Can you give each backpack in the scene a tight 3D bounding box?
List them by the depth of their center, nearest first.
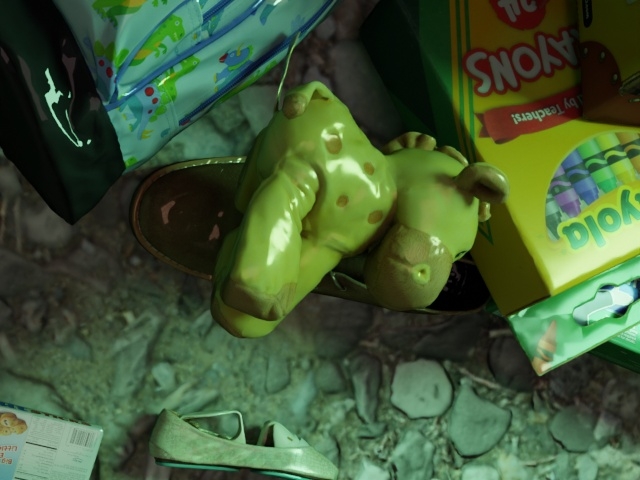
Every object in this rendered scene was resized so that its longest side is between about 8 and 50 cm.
[{"bbox_3d":[-0.102,-0.235,0.751,0.355,0.273,0.290,-29,74,-26],"label":"backpack"}]

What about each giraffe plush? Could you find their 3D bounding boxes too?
[{"bbox_3d":[0.031,-0.018,0.751,0.170,0.181,0.210,17,101,-10],"label":"giraffe plush"}]

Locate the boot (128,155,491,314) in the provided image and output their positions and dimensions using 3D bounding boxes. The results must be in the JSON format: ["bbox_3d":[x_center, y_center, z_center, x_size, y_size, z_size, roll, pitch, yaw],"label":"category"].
[{"bbox_3d":[0.000,0.000,0.867,0.305,0.115,0.112,12,94,-16],"label":"boot"}]

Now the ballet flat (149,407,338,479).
[{"bbox_3d":[-0.058,0.171,0.898,0.168,0.057,0.052,11,83,-18],"label":"ballet flat"}]

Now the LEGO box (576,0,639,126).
[{"bbox_3d":[0.341,-0.362,0.733,0.193,0.372,0.500,3,78,-18],"label":"LEGO box"}]

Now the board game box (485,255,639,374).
[{"bbox_3d":[0.315,0.018,0.947,0.317,0.046,0.214,23,67,-12],"label":"board game box"}]

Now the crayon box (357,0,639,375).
[{"bbox_3d":[0.192,-0.078,0.863,0.202,0.081,0.319,-23,82,-25],"label":"crayon box"}]

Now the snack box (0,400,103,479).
[{"bbox_3d":[-0.268,0.158,0.848,0.178,0.022,0.064,18,89,-18],"label":"snack box"}]
